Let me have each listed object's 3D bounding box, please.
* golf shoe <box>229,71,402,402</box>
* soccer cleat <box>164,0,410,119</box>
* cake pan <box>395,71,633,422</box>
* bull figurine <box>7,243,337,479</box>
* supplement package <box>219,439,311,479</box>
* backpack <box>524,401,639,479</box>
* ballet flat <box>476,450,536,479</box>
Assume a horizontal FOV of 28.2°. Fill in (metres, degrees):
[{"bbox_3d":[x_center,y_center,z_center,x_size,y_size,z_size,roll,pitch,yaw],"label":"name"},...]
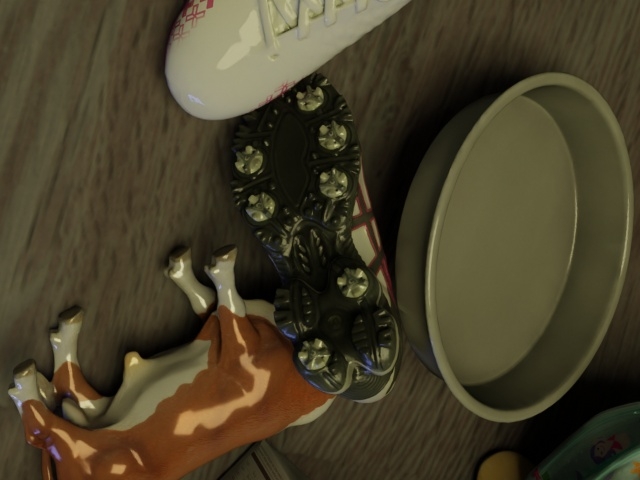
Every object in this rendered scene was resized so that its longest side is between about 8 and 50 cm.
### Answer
[{"bbox_3d":[0.000,0.000,1.007,0.105,0.273,0.120,-15,158,10],"label":"golf shoe"},{"bbox_3d":[0.020,-0.211,0.954,0.331,0.143,0.116,-42,115,-2],"label":"soccer cleat"},{"bbox_3d":[0.165,0.004,1.068,0.293,0.054,0.293,-14,109,-44],"label":"cake pan"},{"bbox_3d":[-0.100,0.111,1.045,0.310,0.101,0.188,-32,111,-10],"label":"bull figurine"},{"bbox_3d":[0.010,0.338,1.100,0.145,0.204,0.262,-45,116,-1],"label":"supplement package"},{"bbox_3d":[0.310,0.245,1.110,0.225,0.191,0.253,5,147,-23],"label":"backpack"},{"bbox_3d":[0.214,0.308,1.235,0.080,0.073,0.232,-26,114,-8],"label":"ballet flat"}]
